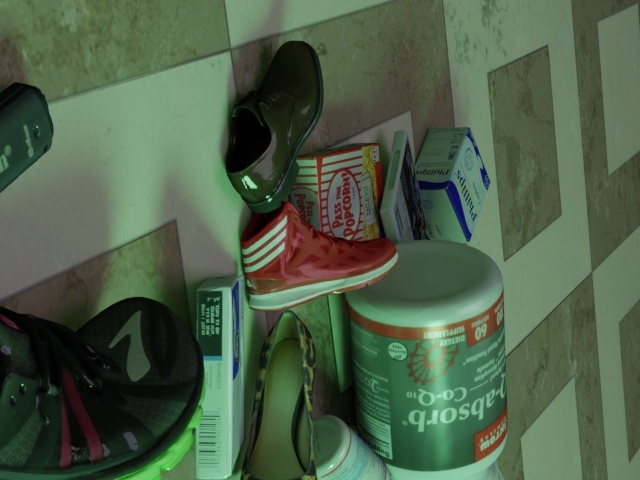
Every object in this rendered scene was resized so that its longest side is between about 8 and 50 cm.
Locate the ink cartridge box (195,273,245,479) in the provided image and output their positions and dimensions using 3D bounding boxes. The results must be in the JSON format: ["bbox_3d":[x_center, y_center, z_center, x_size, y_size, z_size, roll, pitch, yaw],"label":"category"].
[{"bbox_3d":[-0.112,0.146,1.617,0.208,0.045,0.206,-54,143,-87],"label":"ink cartridge box"}]

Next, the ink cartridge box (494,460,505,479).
[{"bbox_3d":[0.232,0.399,2.284,0.175,0.072,0.127,62,39,-43],"label":"ink cartridge box"}]

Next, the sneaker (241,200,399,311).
[{"bbox_3d":[0.000,0.000,1.765,0.221,0.087,0.128,-20,105,-37],"label":"sneaker"}]

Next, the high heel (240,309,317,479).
[{"bbox_3d":[-0.050,0.210,1.679,0.261,0.093,0.186,-79,168,-62],"label":"high heel"}]

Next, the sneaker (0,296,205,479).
[{"bbox_3d":[-0.251,0.135,1.236,0.483,0.185,0.202,-32,122,-60],"label":"sneaker"}]

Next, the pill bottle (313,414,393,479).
[{"bbox_3d":[0.035,0.300,1.868,0.160,0.087,0.087,48,48,-41],"label":"pill bottle"}]

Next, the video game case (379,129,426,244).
[{"bbox_3d":[0.120,-0.031,2.066,0.173,0.022,0.190,-77,159,-44],"label":"video game case"}]

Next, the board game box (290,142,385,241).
[{"bbox_3d":[0.023,-0.048,1.908,0.193,0.045,0.147,-20,108,-61],"label":"board game box"}]

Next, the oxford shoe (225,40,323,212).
[{"bbox_3d":[-0.056,-0.154,1.718,0.096,0.083,0.227,46,49,-48],"label":"oxford shoe"}]

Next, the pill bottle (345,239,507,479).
[{"bbox_3d":[0.149,0.200,1.959,0.210,0.210,0.363,-47,138,-52],"label":"pill bottle"}]

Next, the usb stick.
[{"bbox_3d":[-0.320,-0.049,1.248,0.278,0.045,0.077,-53,135,-49],"label":"usb stick"}]

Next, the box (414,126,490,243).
[{"bbox_3d":[0.198,-0.084,2.216,0.126,0.072,0.137,63,39,-41],"label":"box"}]
